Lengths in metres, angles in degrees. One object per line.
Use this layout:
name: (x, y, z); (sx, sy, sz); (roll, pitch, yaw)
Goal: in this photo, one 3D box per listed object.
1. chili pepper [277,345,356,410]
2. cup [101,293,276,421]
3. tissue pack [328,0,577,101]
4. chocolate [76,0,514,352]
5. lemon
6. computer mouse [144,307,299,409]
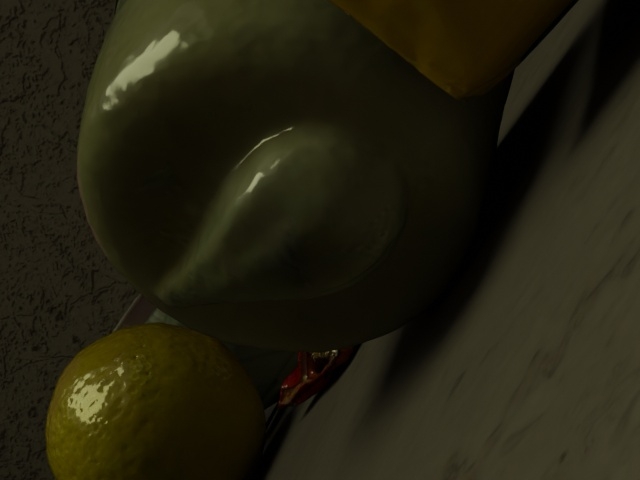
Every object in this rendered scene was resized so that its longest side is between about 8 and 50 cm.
chili pepper: (0.002, 0.121, 1.248); (0.050, 0.059, 0.268); (-19, -22, -24)
cup: (-0.208, 0.225, 1.847); (0.253, 0.274, 0.253); (-59, 1, 2)
tissue pack: (0.143, -0.309, 0.670); (0.382, 0.228, 0.293); (-49, 7, 37)
chocolate: (-0.028, -0.063, 0.878); (0.326, 0.314, 0.297); (106, 179, -50)
lemon: (-0.199, 0.234, 1.481); (0.293, 0.293, 0.293); (-60, 2, 3)
computer mouse: (-0.088, 0.081, 1.672); (0.429, 0.228, 0.145); (-62, 12, -6)
